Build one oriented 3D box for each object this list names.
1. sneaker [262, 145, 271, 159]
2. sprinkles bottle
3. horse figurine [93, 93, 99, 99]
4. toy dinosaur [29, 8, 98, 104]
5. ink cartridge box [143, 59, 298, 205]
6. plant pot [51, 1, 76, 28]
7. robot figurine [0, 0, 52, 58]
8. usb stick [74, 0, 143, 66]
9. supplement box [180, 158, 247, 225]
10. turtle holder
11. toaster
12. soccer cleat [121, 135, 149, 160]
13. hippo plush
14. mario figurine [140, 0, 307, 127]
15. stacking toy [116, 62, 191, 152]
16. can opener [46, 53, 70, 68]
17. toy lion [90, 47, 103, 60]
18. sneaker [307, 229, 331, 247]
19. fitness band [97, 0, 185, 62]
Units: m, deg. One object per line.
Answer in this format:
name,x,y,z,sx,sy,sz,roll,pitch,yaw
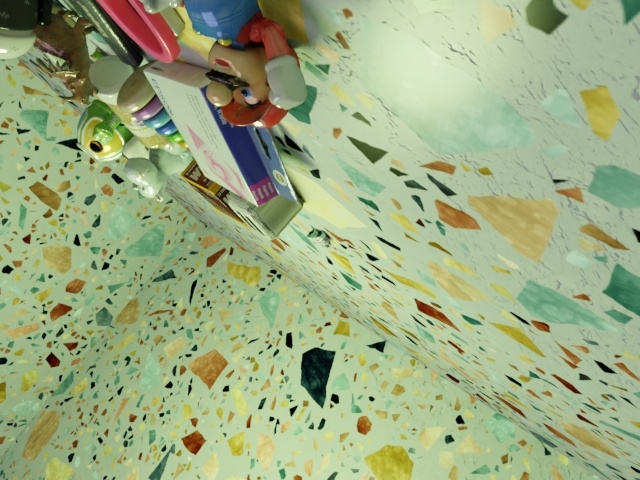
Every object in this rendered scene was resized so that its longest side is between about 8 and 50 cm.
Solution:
sneaker,-0.161,-0.201,1.265,0.052,0.058,0.135,43,167,-28
sprinkles bottle,-0.541,-0.391,1.486,0.121,0.121,0.355,36,171,9
horse figurine,-0.744,-0.527,1.740,0.174,0.066,0.263,31,166,4
toy dinosaur,-0.659,-0.495,1.252,0.295,0.200,0.127,38,169,2
ink cartridge box,-0.223,-0.232,1.149,0.330,0.071,0.324,29,153,40
plant pot,-0.736,-0.588,1.385,0.109,0.109,0.096,31,155,29
robot figurine,-0.693,-0.530,1.074,0.209,0.278,0.174,8,-152,-19
usb stick,-0.481,-0.490,1.121,0.077,0.045,0.278,34,168,21
supplement box,-0.302,-0.175,1.624,0.191,0.129,0.194,27,165,42
turtle holder,-0.833,-0.420,2.022,0.320,0.227,0.243,28,165,39
toaster,-0.147,-0.102,1.394,0.129,0.146,0.227,31,167,33
soccer cleat,-0.667,-0.364,2.078,0.116,0.143,0.331,41,-167,8
hippo plush,-0.603,-0.283,1.841,0.234,0.237,0.294,32,168,24
mario figurine,-0.127,-0.255,0.630,0.321,0.170,0.198,65,-174,-52
stacking toy,-0.353,-0.298,1.325,0.141,0.141,0.330,26,170,46
can opener,-0.847,-0.598,1.744,0.093,0.074,0.280,34,169,12
toy lion,-0.620,-0.516,1.497,0.100,0.034,0.096,33,175,18
sneaker,0.000,0.000,1.630,0.069,0.038,0.098,43,168,-25
fitness band,-0.355,-0.442,0.906,0.209,0.054,0.291,30,166,34
